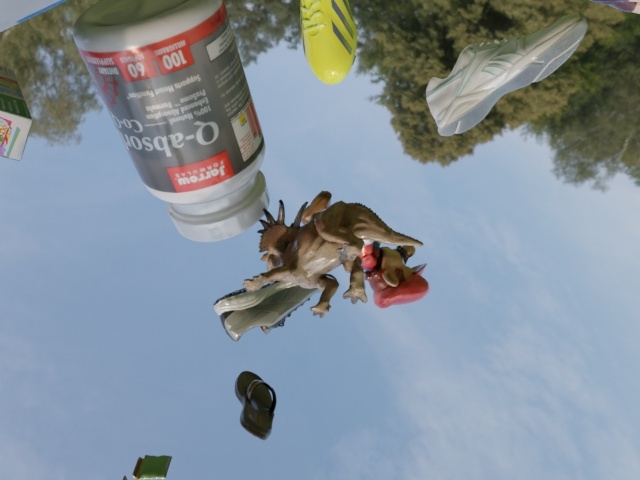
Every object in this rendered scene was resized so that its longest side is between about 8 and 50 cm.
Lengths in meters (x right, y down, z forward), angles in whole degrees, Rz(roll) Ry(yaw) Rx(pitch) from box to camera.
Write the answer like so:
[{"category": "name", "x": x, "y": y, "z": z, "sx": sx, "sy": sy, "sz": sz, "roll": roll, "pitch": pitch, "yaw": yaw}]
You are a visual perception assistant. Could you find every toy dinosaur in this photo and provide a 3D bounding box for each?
[{"category": "toy dinosaur", "x": 0.000, "y": 0.000, "z": 0.902, "sx": 0.127, "sy": 0.296, "sz": 0.200, "roll": 50, "pitch": -153, "yaw": -34}]

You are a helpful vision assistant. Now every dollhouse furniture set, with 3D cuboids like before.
[{"category": "dollhouse furniture set", "x": -0.379, "y": 0.507, "z": 1.254, "sx": 0.076, "sy": 0.058, "sz": 0.151, "roll": -6, "pitch": -150, "yaw": 7}]

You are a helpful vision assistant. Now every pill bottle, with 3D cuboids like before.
[{"category": "pill bottle", "x": -0.203, "y": -0.188, "z": 0.901, "sx": 0.210, "sy": 0.363, "sz": 0.210, "roll": -9, "pitch": -140, "yaw": 8}]

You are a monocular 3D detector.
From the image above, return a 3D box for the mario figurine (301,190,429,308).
[{"category": "mario figurine", "x": 0.116, "y": 0.004, "z": 1.265, "sx": 0.320, "sy": 0.170, "sz": 0.198, "roll": 41, "pitch": -147, "yaw": -5}]

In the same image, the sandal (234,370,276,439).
[{"category": "sandal", "x": -0.129, "y": 0.328, "z": 1.213, "sx": 0.090, "sy": 0.060, "sz": 0.219, "roll": 30, "pitch": -172, "yaw": -12}]

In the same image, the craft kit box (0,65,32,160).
[{"category": "craft kit box", "x": -0.465, "y": -0.182, "z": 0.642, "sx": 0.247, "sy": 0.061, "sz": 0.250, "roll": 10, "pitch": -160, "yaw": -37}]

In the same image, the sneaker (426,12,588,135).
[{"category": "sneaker", "x": 0.158, "y": -0.158, "z": 0.521, "sx": 0.054, "sy": 0.152, "sz": 0.061, "roll": 5, "pitch": -122, "yaw": -56}]

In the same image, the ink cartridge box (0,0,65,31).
[{"category": "ink cartridge box", "x": -0.321, "y": -0.300, "z": 0.535, "sx": 0.082, "sy": 0.140, "sz": 0.190, "roll": 45, "pitch": -157, "yaw": -78}]

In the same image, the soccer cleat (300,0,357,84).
[{"category": "soccer cleat", "x": -0.006, "y": -0.380, "z": 0.868, "sx": 0.093, "sy": 0.289, "sz": 0.121, "roll": -2, "pitch": -179, "yaw": 26}]

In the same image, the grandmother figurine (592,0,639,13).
[{"category": "grandmother figurine", "x": 0.408, "y": -0.347, "z": 0.762, "sx": 0.342, "sy": 0.104, "sz": 0.208, "roll": 29, "pitch": 173, "yaw": 38}]

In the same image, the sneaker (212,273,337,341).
[{"category": "sneaker", "x": -0.088, "y": 0.134, "z": 1.251, "sx": 0.272, "sy": 0.100, "sz": 0.108, "roll": -17, "pitch": -91, "yaw": -18}]
